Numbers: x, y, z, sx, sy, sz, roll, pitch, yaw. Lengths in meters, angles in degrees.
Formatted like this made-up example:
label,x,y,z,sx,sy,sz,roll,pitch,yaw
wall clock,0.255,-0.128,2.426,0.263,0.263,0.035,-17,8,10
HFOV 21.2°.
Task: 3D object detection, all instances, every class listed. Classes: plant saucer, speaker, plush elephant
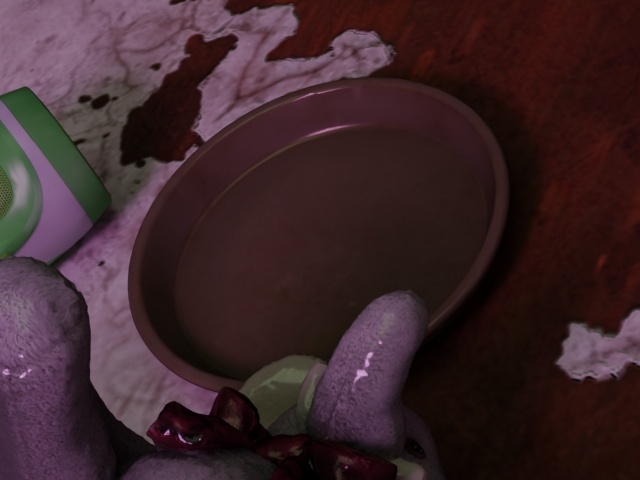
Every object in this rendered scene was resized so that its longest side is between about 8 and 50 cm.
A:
label,x,y,z,sx,sy,sz,roll,pitch,yaw
plant saucer,0.000,0.000,1.174,0.278,0.041,0.278,-14,46,15
speaker,-0.304,0.016,1.252,0.296,0.131,0.131,-37,45,-8
plush elephant,-0.015,0.141,0.920,0.272,0.330,0.255,32,48,26
